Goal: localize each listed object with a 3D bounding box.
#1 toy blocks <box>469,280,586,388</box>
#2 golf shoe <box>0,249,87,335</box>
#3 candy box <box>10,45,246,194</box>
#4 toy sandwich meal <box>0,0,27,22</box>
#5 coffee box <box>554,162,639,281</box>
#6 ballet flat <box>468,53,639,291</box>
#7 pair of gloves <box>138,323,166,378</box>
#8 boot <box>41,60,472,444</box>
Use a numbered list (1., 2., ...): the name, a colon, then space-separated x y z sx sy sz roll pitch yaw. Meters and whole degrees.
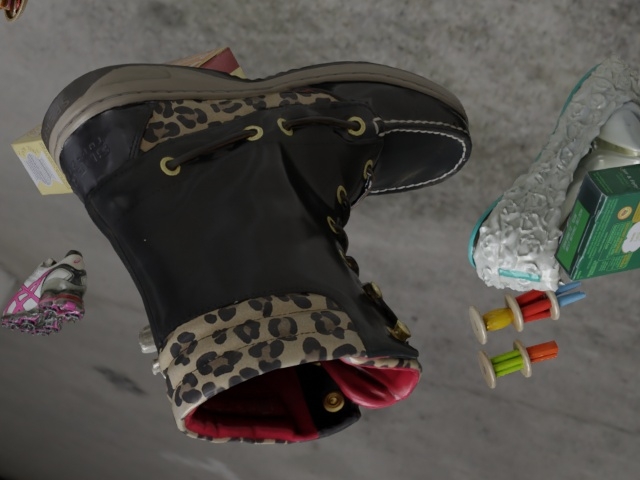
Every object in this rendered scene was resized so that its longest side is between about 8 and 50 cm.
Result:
1. toy blocks: 0.275 0.117 1.603 0.054 0.148 0.123 -119 13 -63
2. golf shoe: -0.342 0.069 1.559 0.067 0.086 0.186 22 152 -33
3. candy box: -0.235 -0.141 1.525 0.316 0.183 0.088 1 126 55
4. toy sandwich meal: -0.384 -0.310 1.529 0.029 0.086 0.085 9 165 -33
5. coffee box: 0.320 -0.025 1.175 0.184 0.040 0.113 -10 137 -21
6. ballet flat: 0.335 -0.075 1.551 0.147 0.409 0.147 28 147 20
7. pair of gloves: -0.077 0.076 1.215 0.042 0.204 0.240 64 169 -9
8. boot: 0.000 0.000 0.946 0.377 0.284 0.138 0 140 -35
